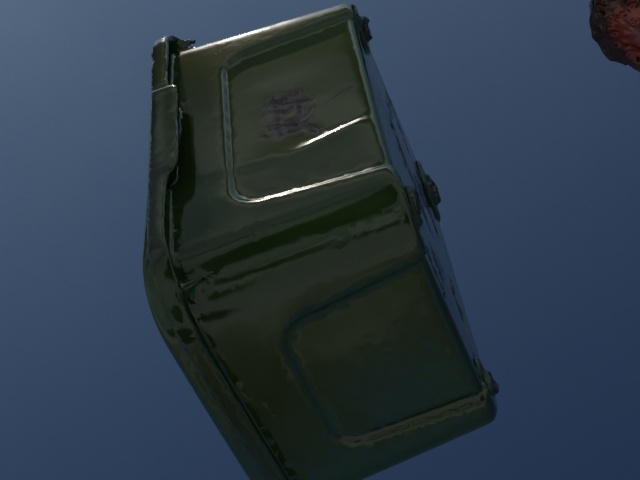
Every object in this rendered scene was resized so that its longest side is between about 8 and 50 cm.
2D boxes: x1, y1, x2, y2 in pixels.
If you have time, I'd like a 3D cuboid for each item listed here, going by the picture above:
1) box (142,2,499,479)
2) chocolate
[{"bbox_3d":[0.000,0.000,0.850,0.177,0.253,0.329,-18,-143,9],"label":"box"},{"bbox_3d":[0.297,-0.168,0.999,0.127,0.124,0.133,-31,-98,19],"label":"chocolate"}]
